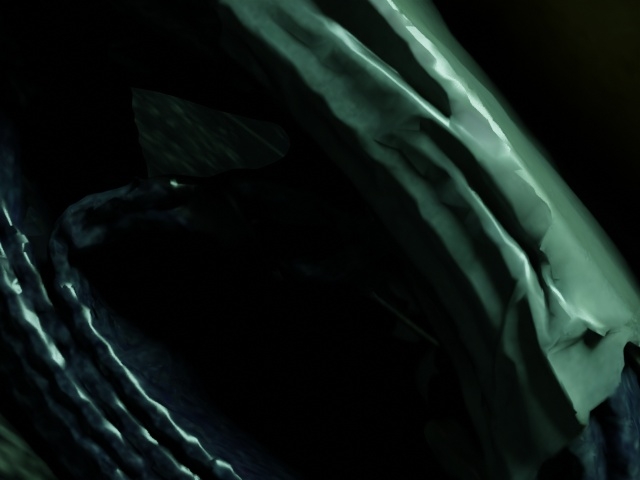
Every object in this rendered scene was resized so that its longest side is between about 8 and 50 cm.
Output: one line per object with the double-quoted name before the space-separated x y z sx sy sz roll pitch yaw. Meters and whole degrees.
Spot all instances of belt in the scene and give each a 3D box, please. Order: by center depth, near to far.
"belt" 0.000 0.000 0.475 0.230 0.139 0.126 51 18 11

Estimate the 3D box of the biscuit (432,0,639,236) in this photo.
"biscuit" 0.108 0.012 0.576 0.359 0.074 0.381 60 -17 -21
